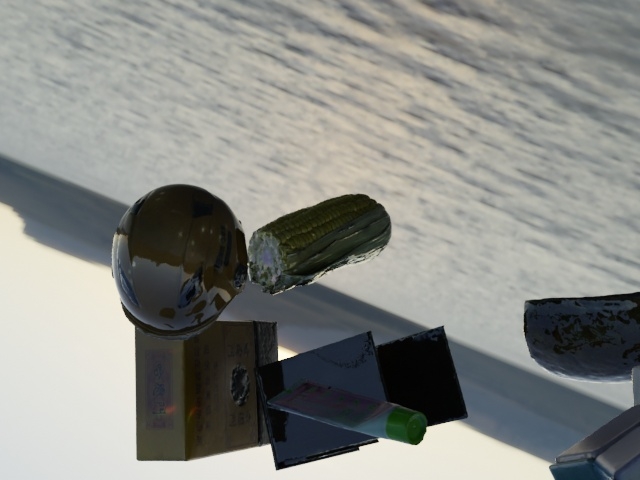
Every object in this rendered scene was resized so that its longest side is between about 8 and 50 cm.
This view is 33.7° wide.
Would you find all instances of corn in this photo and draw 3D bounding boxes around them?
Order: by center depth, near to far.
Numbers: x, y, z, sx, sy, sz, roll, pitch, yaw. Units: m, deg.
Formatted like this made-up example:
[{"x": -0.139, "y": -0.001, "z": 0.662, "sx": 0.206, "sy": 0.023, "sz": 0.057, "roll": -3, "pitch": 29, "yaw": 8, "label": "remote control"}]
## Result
[{"x": 0.001, "y": 0.005, "z": 1.681, "sx": 0.123, "sy": 0.122, "sz": 0.305, "roll": 47, "pitch": -142, "yaw": 18, "label": "corn"}]

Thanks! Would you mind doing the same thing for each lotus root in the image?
[{"x": 0.497, "y": 0.157, "z": 1.707, "sx": 0.314, "sy": 0.142, "sz": 0.210, "roll": -6, "pitch": 169, "yaw": 25, "label": "lotus root"}]

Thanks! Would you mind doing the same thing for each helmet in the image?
[{"x": -0.206, "y": 0.012, "z": 1.471, "sx": 0.198, "sy": 0.224, "sz": 0.130, "roll": 2, "pitch": 149, "yaw": 15, "label": "helmet"}]

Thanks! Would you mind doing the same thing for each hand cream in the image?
[{"x": 0.038, "y": 0.256, "z": 1.597, "sx": 0.275, "sy": 0.050, "sz": 0.079, "roll": 7, "pitch": -179, "yaw": 44, "label": "hand cream"}]

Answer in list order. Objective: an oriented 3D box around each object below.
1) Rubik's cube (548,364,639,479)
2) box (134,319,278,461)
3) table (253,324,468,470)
[{"x": 0.491, "y": 0.312, "z": 1.206, "sx": 0.387, "sy": 0.368, "sz": 0.358, "roll": 63, "pitch": 152, "yaw": 2, "label": "Rubik's cube"}, {"x": -0.210, "y": 0.286, "z": 2.081, "sx": 0.116, "sy": 0.264, "sz": 0.415, "roll": -6, "pitch": 171, "yaw": 22, "label": "box"}, {"x": 0.075, "y": 0.285, "z": 1.938, "sx": 0.282, "sy": 0.196, "sz": 0.251, "roll": -22, "pitch": 165, "yaw": 36, "label": "table"}]
